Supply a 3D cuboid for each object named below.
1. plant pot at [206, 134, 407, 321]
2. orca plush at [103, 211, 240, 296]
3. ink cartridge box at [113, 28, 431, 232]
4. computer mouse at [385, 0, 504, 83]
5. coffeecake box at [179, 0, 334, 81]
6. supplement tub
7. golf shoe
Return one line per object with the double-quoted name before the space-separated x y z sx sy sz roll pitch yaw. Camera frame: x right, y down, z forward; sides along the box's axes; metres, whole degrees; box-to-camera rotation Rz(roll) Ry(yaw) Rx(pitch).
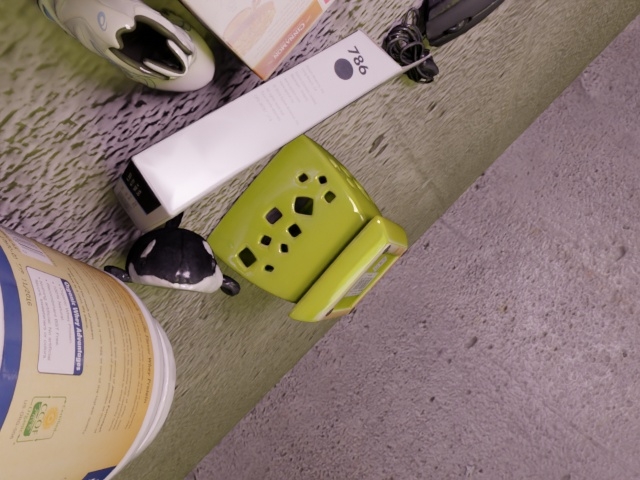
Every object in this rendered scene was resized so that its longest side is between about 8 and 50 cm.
"plant pot" 0.000 0.000 0.809 0.227 0.207 0.228 -49 163 10
"orca plush" -0.165 0.011 0.629 0.287 0.151 0.102 97 1 -82
"ink cartridge box" -0.051 -0.126 0.537 0.332 0.065 0.165 -36 -169 -26
"computer mouse" 0.222 -0.352 0.749 0.272 0.072 0.188 -51 161 16
"coffeecake box" -0.055 -0.232 0.395 0.142 0.068 0.185 -48 162 7
"supplement tub" -0.268 0.109 0.406 0.228 0.228 0.316 -43 162 -7
"golf shoe" -0.128 -0.144 0.400 0.069 0.086 0.176 -52 163 13
